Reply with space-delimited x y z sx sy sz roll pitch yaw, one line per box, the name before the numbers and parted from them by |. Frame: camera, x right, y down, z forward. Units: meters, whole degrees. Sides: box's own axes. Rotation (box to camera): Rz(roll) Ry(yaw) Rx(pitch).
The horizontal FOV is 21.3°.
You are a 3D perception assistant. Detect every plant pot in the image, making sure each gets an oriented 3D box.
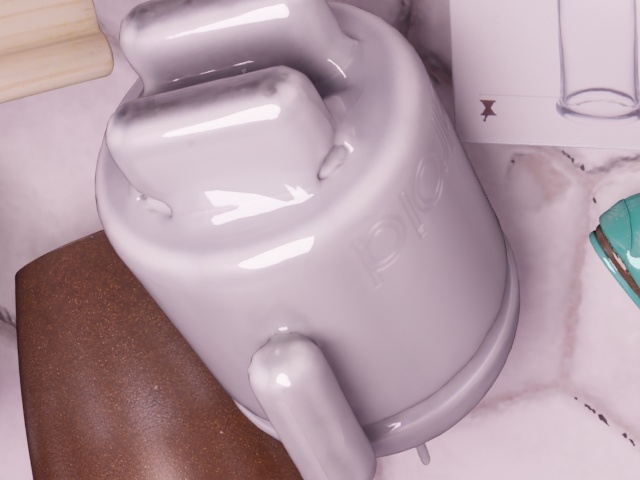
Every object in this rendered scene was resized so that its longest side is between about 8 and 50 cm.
plant pot | -0.117 0.109 1.175 0.215 0.215 0.230 -24 85 29

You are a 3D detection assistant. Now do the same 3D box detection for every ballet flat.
ballet flat | 0.264 0.071 1.057 0.087 0.083 0.247 -31 99 16

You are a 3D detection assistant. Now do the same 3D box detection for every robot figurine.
robot figurine | 0.000 0.000 1.007 0.200 0.300 0.353 -8 143 20

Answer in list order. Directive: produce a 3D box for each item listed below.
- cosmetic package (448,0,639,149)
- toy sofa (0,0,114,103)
cosmetic package | 0.257 -0.192 0.942 0.377 0.097 0.284 3 115 21
toy sofa | -0.272 -0.124 1.057 0.362 0.150 0.177 14 118 57
